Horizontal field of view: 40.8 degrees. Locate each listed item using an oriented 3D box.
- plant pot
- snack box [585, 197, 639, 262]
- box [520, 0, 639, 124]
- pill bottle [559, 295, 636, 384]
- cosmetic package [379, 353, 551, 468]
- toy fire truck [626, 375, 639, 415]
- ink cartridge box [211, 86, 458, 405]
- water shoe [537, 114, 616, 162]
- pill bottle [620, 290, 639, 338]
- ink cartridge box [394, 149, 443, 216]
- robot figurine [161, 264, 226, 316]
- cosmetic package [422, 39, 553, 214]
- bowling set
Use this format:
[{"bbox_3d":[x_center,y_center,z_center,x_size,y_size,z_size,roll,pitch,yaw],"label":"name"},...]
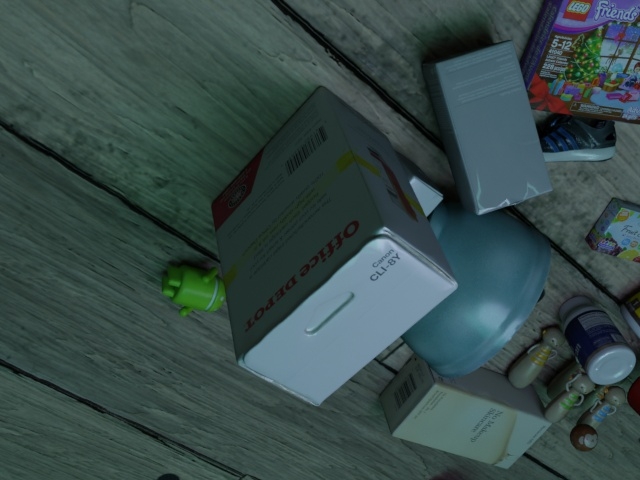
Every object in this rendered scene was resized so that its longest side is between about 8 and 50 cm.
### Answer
[{"bbox_3d":[0.204,0.051,1.419,0.196,0.293,0.293,34,113,-14],"label":"plant pot"},{"bbox_3d":[0.578,-0.015,1.593,0.141,0.037,0.100,13,121,-22],"label":"snack box"},{"bbox_3d":[0.467,-0.289,1.350,0.293,0.057,0.201,4,124,-16],"label":"box"},{"bbox_3d":[0.522,0.186,1.645,0.094,0.169,0.094,-6,126,-8],"label":"pill bottle"},{"bbox_3d":[0.294,0.343,1.746,0.309,0.113,0.160,21,119,-25],"label":"cosmetic package"},{"bbox_3d":[0.689,0.271,1.650,0.246,0.158,0.217,27,108,-40],"label":"toy fire truck"},{"bbox_3d":[0.000,0.000,1.247,0.160,0.385,0.279,34,113,-31],"label":"ink cartridge box"},{"bbox_3d":[0.390,-0.172,1.426,0.203,0.073,0.080,-2,100,-11],"label":"water shoe"},{"bbox_3d":[0.700,0.113,1.667,0.215,0.117,0.117,-40,125,16],"label":"pill bottle"},{"bbox_3d":[0.096,-0.049,1.384,0.072,0.127,0.175,33,105,-30],"label":"ink cartridge box"},{"bbox_3d":[-0.210,0.082,1.459,0.115,0.067,0.101,20,122,-26],"label":"robot figurine"},{"bbox_3d":[0.250,-0.169,1.298,0.127,0.107,0.238,-16,102,-4],"label":"cosmetic package"},{"bbox_3d":[0.544,0.313,1.736,0.287,0.200,0.154,20,118,-30],"label":"bowling set"}]
